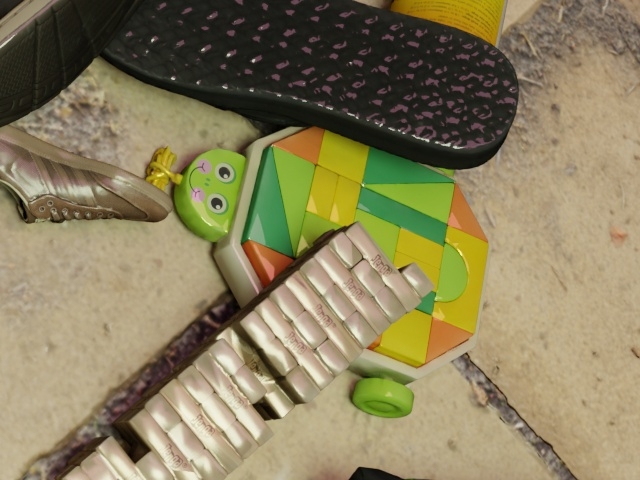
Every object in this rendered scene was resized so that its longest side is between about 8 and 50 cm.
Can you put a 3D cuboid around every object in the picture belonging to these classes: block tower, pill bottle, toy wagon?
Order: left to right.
[{"bbox_3d":[-0.064,0.116,1.194,0.335,0.091,0.097,-40,95,-18],"label":"block tower"},{"bbox_3d":[0.000,0.000,1.340,0.344,0.068,0.267,23,61,-21],"label":"toy wagon"},{"bbox_3d":[0.127,-0.221,1.470,0.117,0.117,0.215,25,60,-20],"label":"pill bottle"}]

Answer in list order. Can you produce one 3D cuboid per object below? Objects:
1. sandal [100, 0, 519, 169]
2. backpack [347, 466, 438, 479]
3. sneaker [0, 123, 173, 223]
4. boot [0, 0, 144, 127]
[{"bbox_3d":[-0.043,-0.165,1.324,0.446,0.107,0.167,23,66,1],"label":"sandal"},{"bbox_3d":[0.191,0.346,1.230,0.356,0.273,0.290,-2,69,-8],"label":"backpack"},{"bbox_3d":[-0.223,-0.040,1.238,0.188,0.066,0.071,22,80,-16],"label":"sneaker"},{"bbox_3d":[-0.277,-0.288,1.220,0.284,0.138,0.377,35,69,8],"label":"boot"}]
